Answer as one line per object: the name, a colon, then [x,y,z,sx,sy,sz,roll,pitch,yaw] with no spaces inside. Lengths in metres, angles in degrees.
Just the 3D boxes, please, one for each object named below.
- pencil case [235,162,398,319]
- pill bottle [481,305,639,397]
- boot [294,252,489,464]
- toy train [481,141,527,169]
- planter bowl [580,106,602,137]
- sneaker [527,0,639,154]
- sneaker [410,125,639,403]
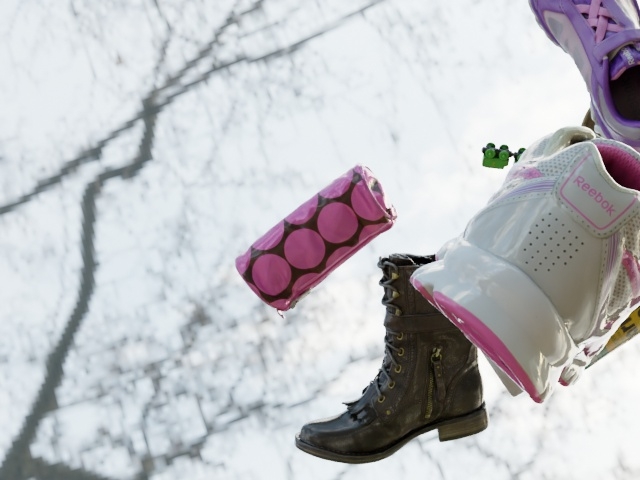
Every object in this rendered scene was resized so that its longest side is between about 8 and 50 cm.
pencil case: [0.000,0.000,2.130,0.209,0.098,0.095,-40,-23,9]
pill bottle: [0.237,0.049,1.552,0.208,0.118,0.117,-34,-33,4]
boot: [0.085,0.124,1.962,0.263,0.091,0.229,-11,-71,-19]
toy train: [0.186,-0.071,1.554,0.083,0.017,0.024,10,-54,1]
planter bowl: [0.391,-0.126,2.029,0.162,0.162,0.109,-34,7,20]
sneaker: [0.269,-0.182,1.583,0.095,0.236,0.104,-26,-4,3]
sneaker: [0.124,0.005,0.839,0.111,0.103,0.252,-47,-3,9]
